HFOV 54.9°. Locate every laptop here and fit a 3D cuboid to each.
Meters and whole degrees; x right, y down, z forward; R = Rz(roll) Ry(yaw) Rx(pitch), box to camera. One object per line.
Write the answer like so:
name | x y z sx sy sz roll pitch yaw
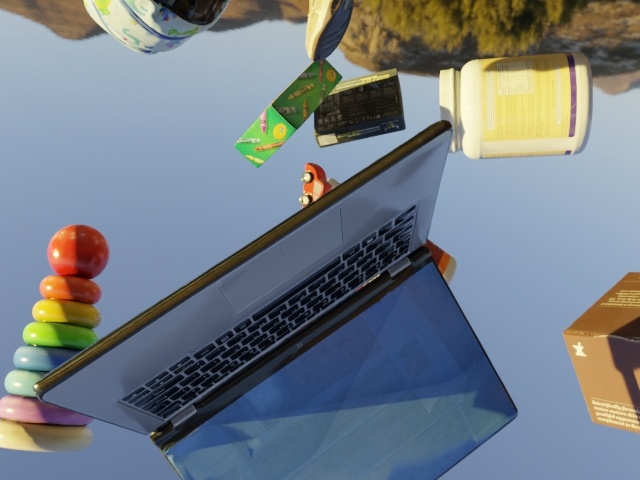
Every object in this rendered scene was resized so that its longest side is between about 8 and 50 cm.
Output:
laptop | 0.024 0.162 0.616 0.382 0.408 0.236 -34 -111 -11

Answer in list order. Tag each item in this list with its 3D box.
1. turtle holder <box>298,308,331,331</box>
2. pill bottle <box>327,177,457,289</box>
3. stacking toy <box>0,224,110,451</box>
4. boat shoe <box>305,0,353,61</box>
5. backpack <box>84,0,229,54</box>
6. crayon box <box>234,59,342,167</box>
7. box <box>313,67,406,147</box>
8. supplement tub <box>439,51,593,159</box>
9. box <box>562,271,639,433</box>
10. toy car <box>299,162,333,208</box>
turtle holder | 0.073 0.245 1.059 0.227 0.243 0.320 21 168 44
pill bottle | 0.130 0.026 1.577 0.392 0.224 0.224 36 -154 1
stacking toy | -0.386 0.137 0.921 0.141 0.330 0.141 5 164 1
boat shoe | 0.010 -0.367 0.944 0.072 0.190 0.068 45 -132 16
backpack | -0.280 -0.514 1.127 0.290 0.273 0.356 35 -139 -45
crayon box | -0.071 -0.305 1.445 0.081 0.165 0.278 44 -136 -10
box | 0.098 -0.345 1.604 0.232 0.059 0.183 -10 -126 12
supplement tub | 0.460 -0.319 1.483 0.331 0.241 0.241 -1 -159 13
box | 0.506 0.163 0.913 0.203 0.167 0.168 -30 -166 -29
toy car | 0.000 0.000 1.185 0.053 0.225 0.239 3 -125 25
